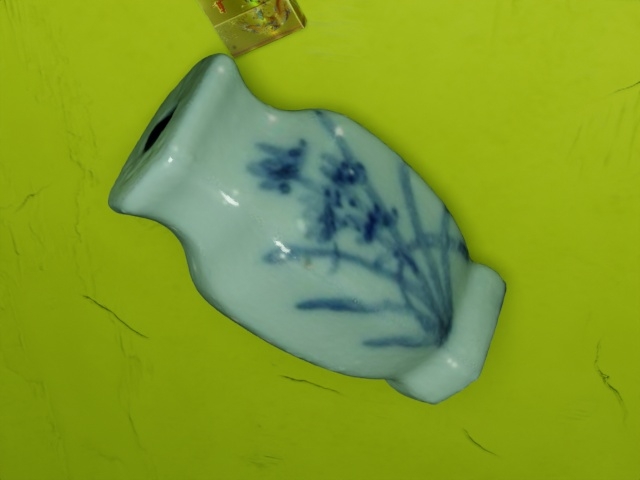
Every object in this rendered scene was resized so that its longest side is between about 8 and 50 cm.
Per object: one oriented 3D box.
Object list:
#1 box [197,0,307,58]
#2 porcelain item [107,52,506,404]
[{"bbox_3d":[-0.087,-0.257,0.882,0.089,0.022,0.156,-16,125,25],"label":"box"},{"bbox_3d":[0.000,0.000,0.942,0.405,0.243,0.178,35,147,-20],"label":"porcelain item"}]
